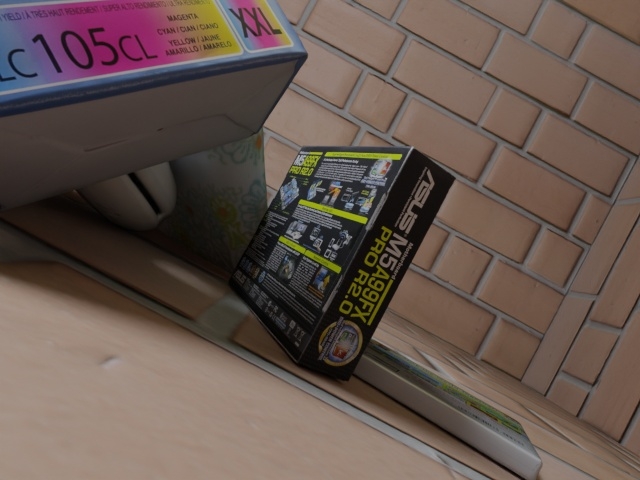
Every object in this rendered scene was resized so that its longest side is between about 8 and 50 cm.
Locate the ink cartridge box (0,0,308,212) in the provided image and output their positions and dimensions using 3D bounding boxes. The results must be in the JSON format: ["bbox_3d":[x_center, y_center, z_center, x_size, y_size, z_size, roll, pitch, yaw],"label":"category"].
[{"bbox_3d":[-0.232,-0.254,0.402,0.395,0.270,0.151,58,-38,5],"label":"ink cartridge box"}]

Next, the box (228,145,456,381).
[{"bbox_3d":[0.000,0.000,0.541,0.060,0.216,0.270,30,-3,-26],"label":"box"}]

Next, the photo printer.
[{"bbox_3d":[-0.301,-0.149,0.579,0.307,0.107,0.256,44,-15,10],"label":"photo printer"}]

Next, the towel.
[{"bbox_3d":[-0.224,-0.139,0.722,0.375,0.090,0.320,28,-41,29],"label":"towel"}]

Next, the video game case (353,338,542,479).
[{"bbox_3d":[0.130,0.179,0.563,0.227,0.026,0.206,27,-2,20],"label":"video game case"}]
